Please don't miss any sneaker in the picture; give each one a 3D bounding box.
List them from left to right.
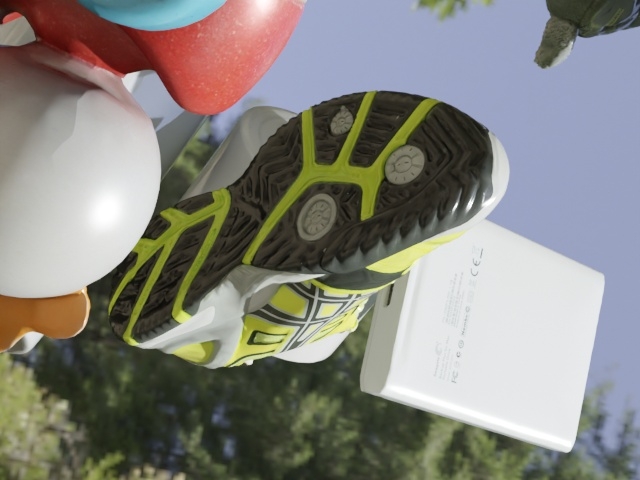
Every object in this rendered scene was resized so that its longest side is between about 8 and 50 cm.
[{"bbox_3d":[0.000,0.000,1.130,0.384,0.147,0.145,-22,-126,39],"label":"sneaker"}]

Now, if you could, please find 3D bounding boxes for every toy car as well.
[{"bbox_3d":[-0.136,-0.068,0.614,0.219,0.210,0.238,-51,165,-83],"label":"toy car"}]

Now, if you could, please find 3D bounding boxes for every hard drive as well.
[{"bbox_3d":[0.176,0.090,1.460,0.040,0.307,0.203,2,-105,46],"label":"hard drive"}]

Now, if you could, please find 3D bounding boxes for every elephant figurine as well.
[{"bbox_3d":[0.246,-0.309,1.312,0.169,0.186,0.239,102,-32,-47],"label":"elephant figurine"}]

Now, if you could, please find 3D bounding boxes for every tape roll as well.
[{"bbox_3d":[-0.032,-0.009,1.566,0.169,0.246,0.246,-51,-139,24],"label":"tape roll"}]

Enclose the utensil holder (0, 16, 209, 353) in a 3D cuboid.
[{"bbox_3d":[-0.308,-0.128,1.433,0.327,0.327,0.385,1,-130,54],"label":"utensil holder"}]
